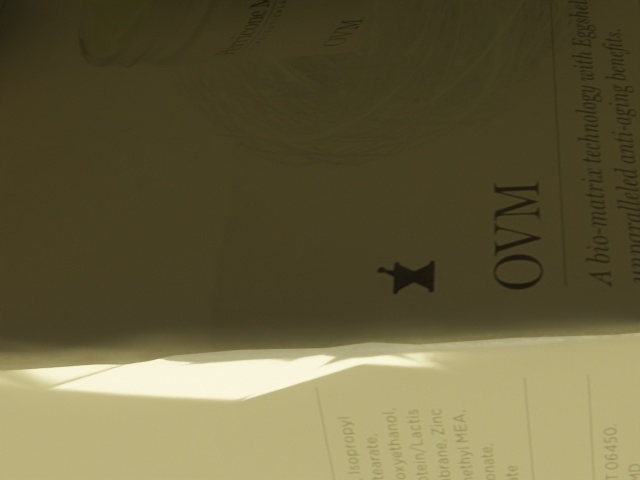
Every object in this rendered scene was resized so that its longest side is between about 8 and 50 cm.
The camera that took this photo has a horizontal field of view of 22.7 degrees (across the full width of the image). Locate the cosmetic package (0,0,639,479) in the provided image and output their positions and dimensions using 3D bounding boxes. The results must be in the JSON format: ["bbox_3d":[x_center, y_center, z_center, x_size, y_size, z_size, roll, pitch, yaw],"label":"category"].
[{"bbox_3d":[0.000,0.000,0.456,0.225,0.224,0.138,-5,129,9],"label":"cosmetic package"}]
